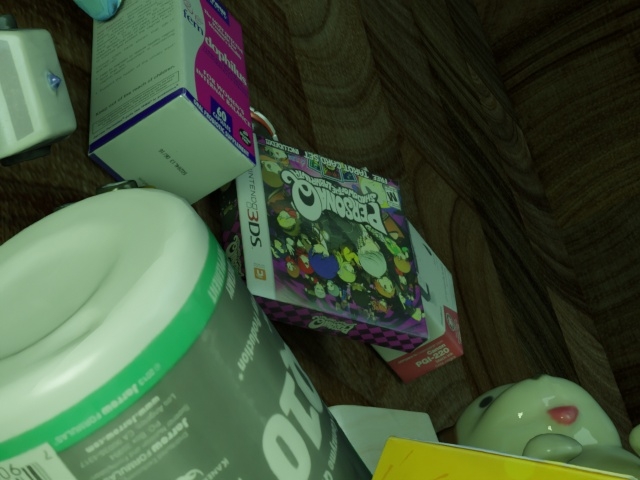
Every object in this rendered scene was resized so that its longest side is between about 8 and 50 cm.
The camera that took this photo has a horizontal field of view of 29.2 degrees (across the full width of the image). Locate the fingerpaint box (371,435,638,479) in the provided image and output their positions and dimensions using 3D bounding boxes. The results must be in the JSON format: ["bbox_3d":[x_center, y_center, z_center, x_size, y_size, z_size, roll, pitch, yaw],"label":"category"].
[{"bbox_3d":[0.129,0.389,0.741,0.445,0.163,0.371,55,50,-44],"label":"fingerpaint box"}]

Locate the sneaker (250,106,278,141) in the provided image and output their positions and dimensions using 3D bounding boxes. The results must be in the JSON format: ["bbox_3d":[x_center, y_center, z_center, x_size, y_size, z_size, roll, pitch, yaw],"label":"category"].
[{"bbox_3d":[-0.106,-0.122,1.331,0.158,0.061,0.065,43,54,-41],"label":"sneaker"}]

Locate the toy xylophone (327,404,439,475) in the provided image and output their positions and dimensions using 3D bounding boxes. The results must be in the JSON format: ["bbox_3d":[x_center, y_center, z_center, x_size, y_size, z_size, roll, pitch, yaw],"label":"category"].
[{"bbox_3d":[0.061,0.257,1.184,0.323,0.081,0.236,31,37,-56],"label":"toy xylophone"}]

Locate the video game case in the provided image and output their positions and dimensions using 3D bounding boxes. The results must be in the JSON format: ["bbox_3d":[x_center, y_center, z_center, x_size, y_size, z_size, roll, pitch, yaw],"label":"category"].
[{"bbox_3d":[0.000,0.000,1.289,0.232,0.042,0.210,17,50,-32],"label":"video game case"}]

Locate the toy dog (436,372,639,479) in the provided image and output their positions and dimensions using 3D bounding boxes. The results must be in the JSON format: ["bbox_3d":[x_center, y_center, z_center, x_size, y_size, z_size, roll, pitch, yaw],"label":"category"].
[{"bbox_3d":[0.286,0.331,1.338,0.395,0.285,0.408,88,-16,-53],"label":"toy dog"}]

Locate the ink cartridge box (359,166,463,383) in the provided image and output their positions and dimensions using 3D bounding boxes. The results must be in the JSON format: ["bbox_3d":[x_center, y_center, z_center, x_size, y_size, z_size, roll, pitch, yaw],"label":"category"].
[{"bbox_3d":[0.078,0.042,1.499,0.218,0.092,0.158,47,24,-31],"label":"ink cartridge box"}]

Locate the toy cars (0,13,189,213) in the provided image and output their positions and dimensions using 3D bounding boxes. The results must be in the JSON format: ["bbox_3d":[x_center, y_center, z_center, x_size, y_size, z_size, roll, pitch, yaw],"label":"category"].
[{"bbox_3d":[-0.167,-0.046,0.873,0.393,0.087,0.176,60,21,-56],"label":"toy cars"}]

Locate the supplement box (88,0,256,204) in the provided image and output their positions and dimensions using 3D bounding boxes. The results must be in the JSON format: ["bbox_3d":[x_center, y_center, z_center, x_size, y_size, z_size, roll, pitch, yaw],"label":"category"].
[{"bbox_3d":[-0.143,-0.148,1.165,0.111,0.114,0.220,44,25,-40],"label":"supplement box"}]

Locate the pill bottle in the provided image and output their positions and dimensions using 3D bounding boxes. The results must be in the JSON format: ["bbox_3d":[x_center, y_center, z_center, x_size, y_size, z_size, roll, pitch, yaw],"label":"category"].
[{"bbox_3d":[-0.077,0.163,0.760,0.361,0.204,0.204,59,19,-28],"label":"pill bottle"}]

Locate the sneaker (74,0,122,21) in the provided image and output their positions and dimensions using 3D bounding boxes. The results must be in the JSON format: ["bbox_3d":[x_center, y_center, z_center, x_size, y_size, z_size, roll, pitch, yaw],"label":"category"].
[{"bbox_3d":[-0.254,-0.263,1.142,0.162,0.063,0.073,48,41,-25],"label":"sneaker"}]
